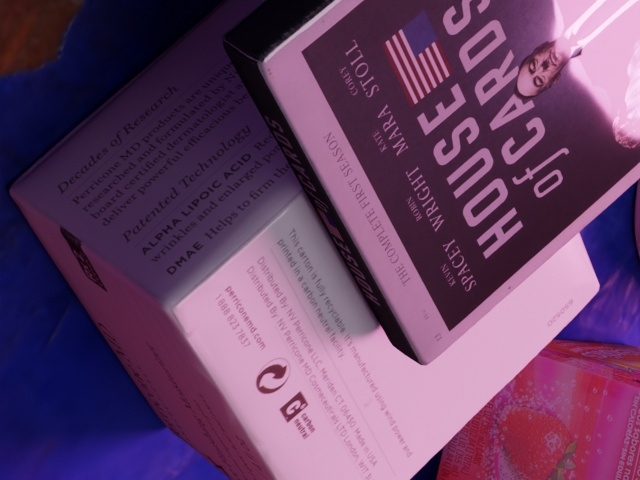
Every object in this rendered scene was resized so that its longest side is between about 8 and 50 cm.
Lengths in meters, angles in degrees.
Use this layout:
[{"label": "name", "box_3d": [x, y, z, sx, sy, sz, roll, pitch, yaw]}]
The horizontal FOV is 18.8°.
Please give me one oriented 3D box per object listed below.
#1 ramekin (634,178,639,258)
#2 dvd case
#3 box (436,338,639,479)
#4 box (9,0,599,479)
[{"label": "ramekin", "box_3d": [0.284, -0.033, 1.077, 0.207, 0.109, 0.207, -23, 128, -32]}, {"label": "dvd case", "box_3d": [0.090, -0.085, 0.731, 0.239, 0.029, 0.179, -42, 135, -12]}, {"label": "box", "box_3d": [0.143, 0.210, 1.028, 0.154, 0.142, 0.300, 9, 96, -45]}, {"label": "box", "box_3d": [0.000, 0.000, 0.819, 0.182, 0.119, 0.181, -43, 136, -15]}]
